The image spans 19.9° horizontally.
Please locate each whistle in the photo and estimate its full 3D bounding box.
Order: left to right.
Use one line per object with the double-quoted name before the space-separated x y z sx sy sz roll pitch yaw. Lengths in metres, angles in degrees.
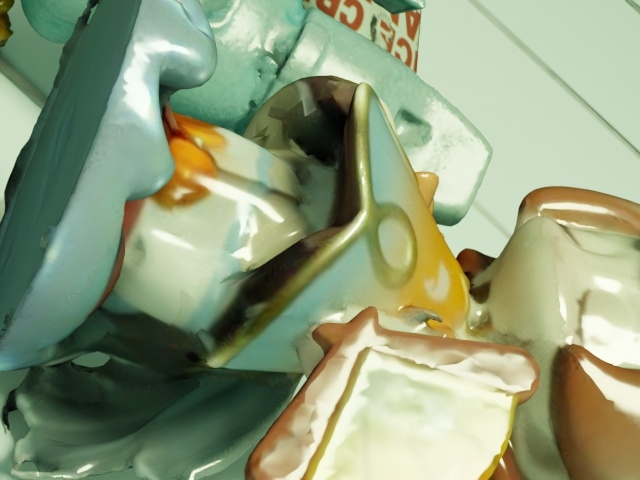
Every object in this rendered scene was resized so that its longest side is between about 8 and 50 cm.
"whistle" -0.038 -0.093 0.913 0.274 0.093 0.186 30 67 -9

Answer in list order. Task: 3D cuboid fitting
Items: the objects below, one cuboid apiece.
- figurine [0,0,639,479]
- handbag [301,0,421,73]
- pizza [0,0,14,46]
"figurine" 0.047 0.061 0.787 0.388 0.248 0.276 21 39 -17
"handbag" -0.020 -0.208 1.095 0.171 0.151 0.298 23 41 -40
"pizza" -0.199 -0.120 0.878 0.131 0.041 0.178 23 36 -33
